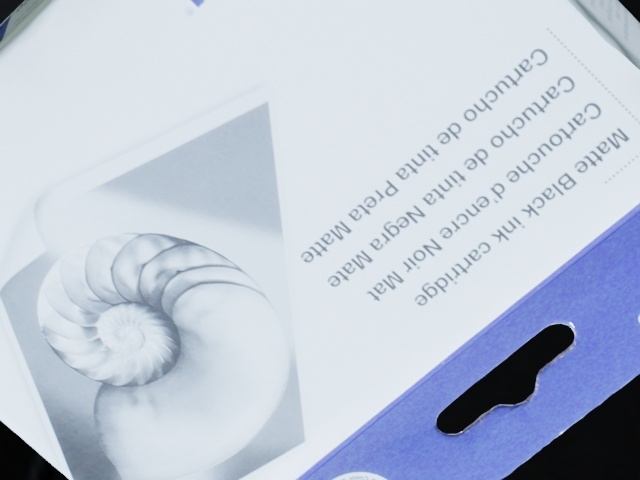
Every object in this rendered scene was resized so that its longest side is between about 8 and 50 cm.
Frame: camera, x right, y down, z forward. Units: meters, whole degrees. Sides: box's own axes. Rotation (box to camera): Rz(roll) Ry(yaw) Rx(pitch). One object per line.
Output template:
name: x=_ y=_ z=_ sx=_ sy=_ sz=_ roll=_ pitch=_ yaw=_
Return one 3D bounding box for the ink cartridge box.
ink cartridge box: x=0.000 y=0.000 z=0.553 sx=0.224 sy=0.045 sz=0.223 roll=42 pitch=-68 yaw=-17
